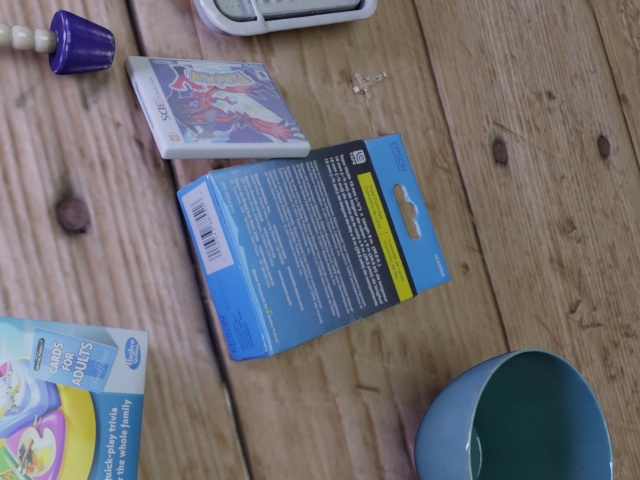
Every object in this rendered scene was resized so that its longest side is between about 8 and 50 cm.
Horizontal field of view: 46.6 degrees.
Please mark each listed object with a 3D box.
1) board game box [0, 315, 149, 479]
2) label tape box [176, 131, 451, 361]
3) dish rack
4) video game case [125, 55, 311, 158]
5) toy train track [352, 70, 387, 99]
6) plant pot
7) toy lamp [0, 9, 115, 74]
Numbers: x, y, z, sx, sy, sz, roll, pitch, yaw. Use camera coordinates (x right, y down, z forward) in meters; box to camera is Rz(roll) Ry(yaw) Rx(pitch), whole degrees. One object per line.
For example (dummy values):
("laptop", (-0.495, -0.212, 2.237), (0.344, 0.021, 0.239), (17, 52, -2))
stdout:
("board game box", (-0.354, 0.204, 0.749), (0.336, 0.079, 0.254), (11, 72, -33))
("label tape box", (0.000, 0.000, 1.033), (0.333, 0.106, 0.241), (-17, 87, -37))
("dish rack", (-0.083, -0.439, 1.112), (0.332, 0.072, 0.286), (-20, 89, -37))
("video game case", (-0.134, -0.176, 0.973), (0.201, 0.023, 0.183), (-4, 50, -31))
("toy train track", (0.084, -0.261, 1.218), (0.083, 0.014, 0.048), (-35, 99, -36))
("plant pot", (0.250, 0.311, 1.071), (0.290, 0.195, 0.290), (10, 72, -32))
("toy lamp", (-0.375, -0.239, 0.850), (0.274, 0.080, 0.080), (0, 78, -36))
